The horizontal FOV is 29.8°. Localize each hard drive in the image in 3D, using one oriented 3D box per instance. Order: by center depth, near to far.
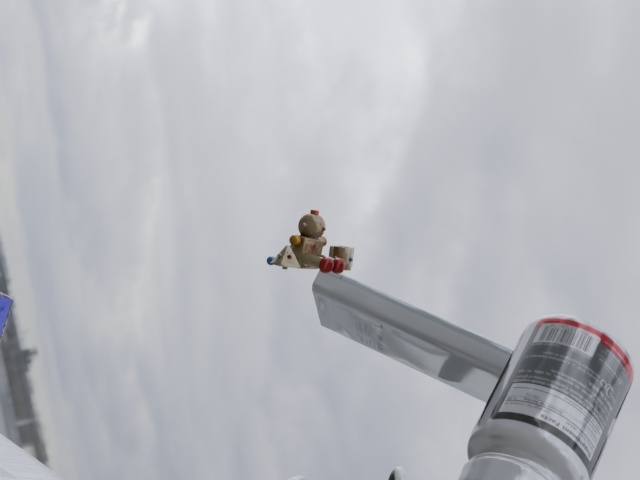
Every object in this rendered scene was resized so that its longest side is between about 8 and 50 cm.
[{"bbox_3d":[0.160,0.158,1.838,0.047,0.353,0.233,-62,168,-16],"label":"hard drive"}]

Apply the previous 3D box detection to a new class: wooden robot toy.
[{"bbox_3d":[0.000,0.000,1.558,0.076,0.173,0.079,10,-86,36],"label":"wooden robot toy"}]

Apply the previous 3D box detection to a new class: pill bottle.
[{"bbox_3d":[0.286,0.245,1.548,0.161,0.283,0.161,21,-38,18],"label":"pill bottle"}]

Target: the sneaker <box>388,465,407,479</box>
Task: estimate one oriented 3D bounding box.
[{"bbox_3d":[0.090,0.565,2.254,0.104,0.147,0.296,60,34,-63],"label":"sneaker"}]

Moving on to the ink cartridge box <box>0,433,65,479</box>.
[{"bbox_3d":[-0.373,0.319,1.340,0.395,0.151,0.270,28,-7,17],"label":"ink cartridge box"}]

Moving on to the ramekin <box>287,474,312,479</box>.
[{"bbox_3d":[-0.060,0.463,1.890,0.109,0.207,0.207,48,-25,15],"label":"ramekin"}]

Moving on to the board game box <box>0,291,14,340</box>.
[{"bbox_3d":[-0.703,0.186,2.077,0.291,0.141,0.232,-5,-118,38],"label":"board game box"}]
